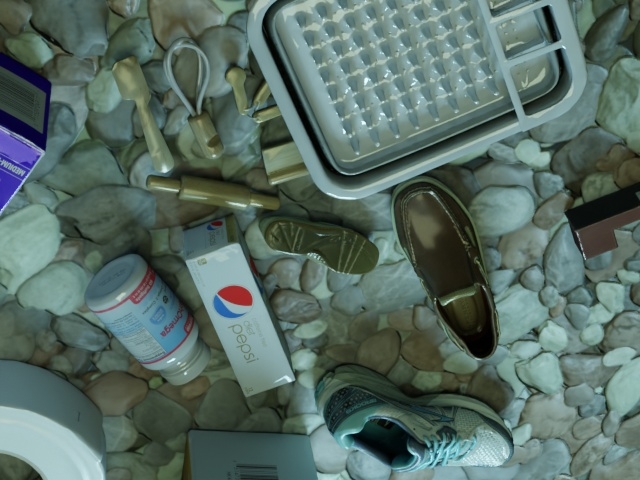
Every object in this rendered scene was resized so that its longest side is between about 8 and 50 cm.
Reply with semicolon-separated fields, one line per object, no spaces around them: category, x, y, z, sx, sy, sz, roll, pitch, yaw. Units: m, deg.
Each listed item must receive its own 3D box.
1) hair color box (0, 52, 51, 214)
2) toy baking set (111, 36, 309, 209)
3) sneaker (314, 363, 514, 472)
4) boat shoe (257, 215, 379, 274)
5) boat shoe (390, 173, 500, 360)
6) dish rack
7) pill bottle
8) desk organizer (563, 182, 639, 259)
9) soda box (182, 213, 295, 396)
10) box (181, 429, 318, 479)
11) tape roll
hair color box;-0.423;-0.031;1.413;0.110;0.185;0.339;29;111;-23
toy baking set;-0.120;-0.130;1.496;0.256;0.030;0.196;5;113;-19
sneaker;0.127;0.262;1.704;0.283;0.122;0.110;16;116;-17
boat shoe;-0.001;0.002;1.586;0.153;0.048;0.056;12;105;-23
boat shoe;0.163;0.038;1.596;0.095;0.095;0.257;-26;120;6
dish rack;0.105;-0.218;1.447;0.333;0.072;0.285;-23;124;3
pill bottle;-0.203;0.098;1.578;0.087;0.087;0.160;-32;120;10
desk organizer;0.373;-0.028;1.621;0.130;0.047;0.050;-21;123;4
soda box;-0.098;0.080;1.592;0.069;0.074;0.216;-20;121;3
box;-0.107;0.451;1.723;0.168;0.215;0.345;4;118;-11
tape roll;-0.409;0.290;1.650;0.286;0.100;0.286;-4;119;-6
